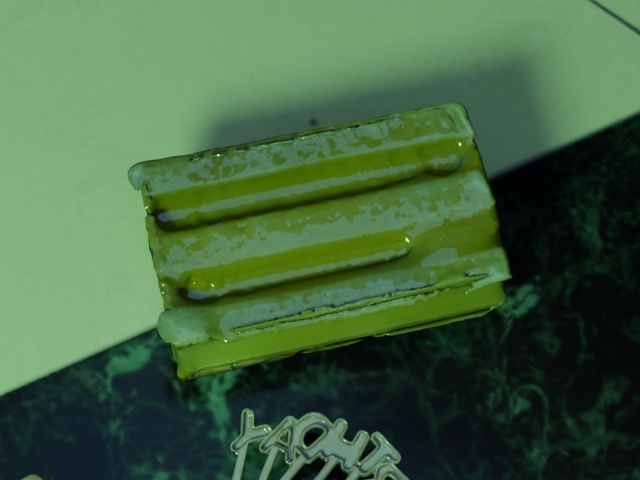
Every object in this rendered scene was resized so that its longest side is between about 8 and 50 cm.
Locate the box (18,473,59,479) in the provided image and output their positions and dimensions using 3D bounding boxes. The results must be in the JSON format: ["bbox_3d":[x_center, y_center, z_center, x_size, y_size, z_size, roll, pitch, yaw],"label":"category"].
[{"bbox_3d":[-0.177,0.206,1.031,0.089,0.062,0.122,-27,71,-13],"label":"box"}]

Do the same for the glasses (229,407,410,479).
[{"bbox_3d":[0.021,0.205,1.027,0.162,0.095,0.255,-36,76,-24],"label":"glasses"}]

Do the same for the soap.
[{"bbox_3d":[0.000,-0.001,1.116,0.233,0.076,0.135,-11,69,-6],"label":"soap"}]
